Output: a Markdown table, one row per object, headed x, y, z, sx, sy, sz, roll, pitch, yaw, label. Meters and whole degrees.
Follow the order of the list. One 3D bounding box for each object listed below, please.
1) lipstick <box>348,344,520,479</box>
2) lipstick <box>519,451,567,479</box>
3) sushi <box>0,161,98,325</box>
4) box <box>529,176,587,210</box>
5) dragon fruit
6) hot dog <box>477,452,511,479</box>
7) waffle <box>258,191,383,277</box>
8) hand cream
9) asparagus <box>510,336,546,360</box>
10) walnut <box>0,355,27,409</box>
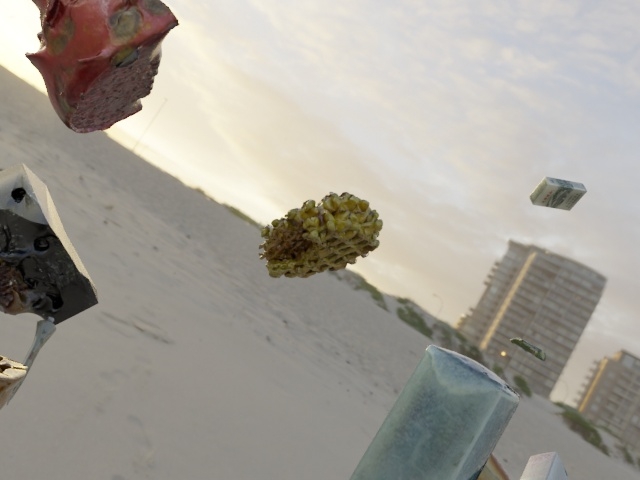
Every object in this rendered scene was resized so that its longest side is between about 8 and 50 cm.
| x | y | z | sx | sy | sz | roll | pitch | yaw | label |
| --- | --- | --- | --- | --- | --- | --- | --- | --- | --- |
| 0.048 | 0.217 | 0.467 | 0.076 | 0.289 | 0.077 | 30 | -3 | 36 | lipstick |
| 0.423 | 0.529 | 1.242 | 0.317 | 0.066 | 0.068 | -23 | 87 | -58 | lipstick |
| -0.583 | 0.027 | 1.199 | 0.215 | 0.212 | 0.227 | 51 | -19 | 39 | sushi |
| 0.422 | -0.083 | 1.115 | 0.083 | 0.024 | 0.054 | 7 | -40 | -19 | box |
| -0.290 | -0.244 | 0.734 | 0.211 | 0.134 | 0.262 | 59 | -26 | 0 | dragon fruit |
| 0.158 | 0.269 | 0.590 | 0.269 | 0.072 | 0.109 | 51 | -26 | 32 | hot dog |
| 0.000 | 0.000 | 0.977 | 0.193 | 0.197 | 0.070 | 95 | -22 | -66 | waffle |
| -0.509 | 0.207 | 1.102 | 0.037 | 0.165 | 0.057 | 24 | -38 | -15 | hand cream |
| 0.458 | 0.236 | 1.390 | 0.025 | 0.021 | 0.108 | 32 | 0 | -30 | asparagus |
| -0.355 | 0.119 | 0.506 | 0.211 | 0.087 | 0.167 | 27 | -16 | -39 | walnut |
